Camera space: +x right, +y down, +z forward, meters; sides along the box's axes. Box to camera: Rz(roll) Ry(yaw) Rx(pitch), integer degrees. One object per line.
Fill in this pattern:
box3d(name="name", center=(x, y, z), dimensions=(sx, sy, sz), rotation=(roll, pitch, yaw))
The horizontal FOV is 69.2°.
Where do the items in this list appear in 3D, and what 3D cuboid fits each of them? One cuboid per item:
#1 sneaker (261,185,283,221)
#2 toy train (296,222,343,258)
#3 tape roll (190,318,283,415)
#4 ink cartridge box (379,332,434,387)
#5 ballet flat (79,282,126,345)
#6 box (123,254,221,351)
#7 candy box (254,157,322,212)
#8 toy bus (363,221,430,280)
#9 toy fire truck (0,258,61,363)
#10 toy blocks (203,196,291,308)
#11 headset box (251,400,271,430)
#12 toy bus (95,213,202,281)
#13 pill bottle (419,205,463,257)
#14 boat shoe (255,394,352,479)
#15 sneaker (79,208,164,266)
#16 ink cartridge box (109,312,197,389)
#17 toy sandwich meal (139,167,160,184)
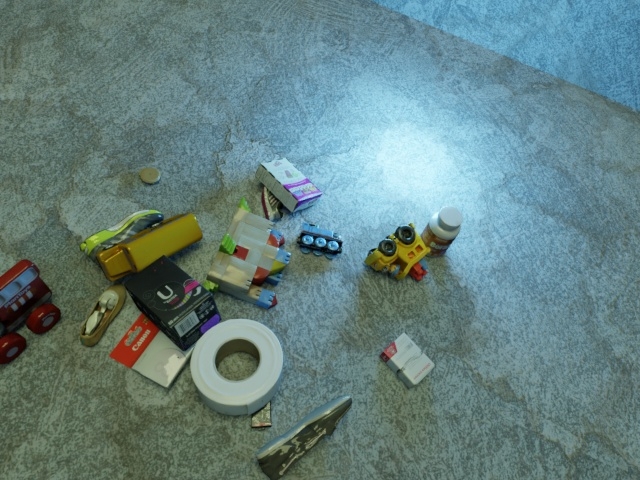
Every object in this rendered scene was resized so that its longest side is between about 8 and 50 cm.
box3d(name="sneaker", center=(-0.189, -0.148, 1.847), dimensions=(0.074, 0.063, 0.170), rotation=(-4, 58, -20))
box3d(name="toy train", center=(0.000, 0.000, 1.779), dimensions=(0.184, 0.080, 0.105), rotation=(13, 52, -2))
box3d(name="tape roll", center=(-0.259, 0.394, 1.459), dimensions=(0.286, 0.100, 0.286), rotation=(4, 51, -4))
box3d(name="ink cartridge box", center=(0.295, 0.410, 1.585), dimensions=(0.109, 0.063, 0.150), rotation=(-34, 70, -26))
box3d(name="ballet flat", center=(-0.708, 0.231, 1.517), dimensions=(0.080, 0.073, 0.232), rotation=(15, 57, -1))
box3d(name="box", center=(-0.475, 0.196, 1.496), dimensions=(0.270, 0.143, 0.165), rotation=(30, 56, 30))
box3d(name="candy box", center=(-0.128, -0.226, 1.866), dimensions=(0.233, 0.071, 0.159), rotation=(46, 38, 17))
box3d(name="toy bus", center=(0.307, 0.073, 1.762), dimensions=(0.220, 0.149, 0.211), rotation=(-35, 86, -24))
box3d(name="toy fire truck", center=(-0.952, 0.213, 1.379), dimensions=(0.169, 0.254, 0.302), rotation=(34, 59, 12))
box3d(name="toy blocks", center=(-0.233, 0.066, 1.660), dimensions=(0.260, 0.191, 0.382), rotation=(23, 58, -9))
box3d(name="headset box", center=(-0.183, 0.544, 1.440), dimensions=(0.062, 0.032, 0.083), rotation=(-1, 60, -9))
box3d(name="toy bus", center=(-0.583, 0.020, 1.598), dimensions=(0.130, 0.108, 0.332), rotation=(2, 27, 45))
box3d(name="pill bottle", center=(0.466, -0.035, 1.796), dimensions=(0.121, 0.216, 0.121), rotation=(4, 58, -7))
box3d(name="boat shoe", center=(-0.033, 0.591, 1.403), dimensions=(0.335, 0.112, 0.096), rotation=(-28, 85, -18))
box3d(name="sneaker", center=(-0.688, -0.006, 1.662), dimensions=(0.300, 0.111, 0.121), rotation=(-36, 87, -25))
box3d(name="ink cartridge box", center=(-0.530, 0.342, 1.492), dimensions=(0.232, 0.066, 0.189), rotation=(29, 58, 4))
box3d(name="toy sandwich meal", center=(-0.679, -0.256, 1.848), dimensions=(0.085, 0.029, 0.086), rotation=(7, 58, -11))
